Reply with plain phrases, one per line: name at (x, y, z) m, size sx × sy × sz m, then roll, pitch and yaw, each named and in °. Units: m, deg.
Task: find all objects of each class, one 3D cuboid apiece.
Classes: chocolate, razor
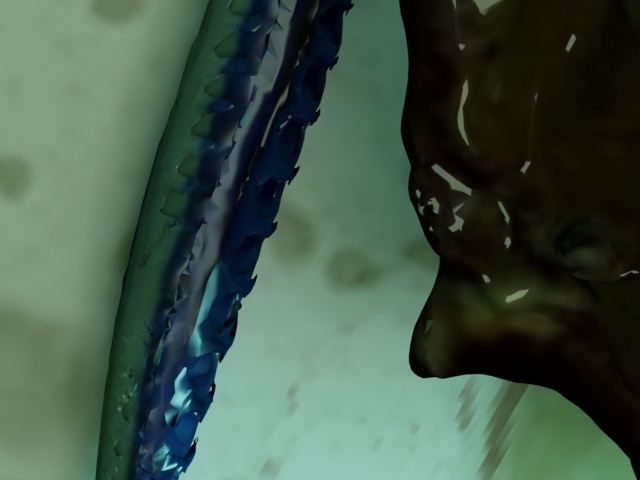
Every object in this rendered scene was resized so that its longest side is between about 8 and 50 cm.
chocolate at (0.101, -0.019, 0.308) m, size 0.177 × 0.206 × 0.224 m, roll 15°, pitch 100°, yaw -15°
razor at (-0.012, -0.001, 0.352) m, size 0.056 × 0.093 × 0.324 m, roll 8°, pitch 98°, yaw 15°
